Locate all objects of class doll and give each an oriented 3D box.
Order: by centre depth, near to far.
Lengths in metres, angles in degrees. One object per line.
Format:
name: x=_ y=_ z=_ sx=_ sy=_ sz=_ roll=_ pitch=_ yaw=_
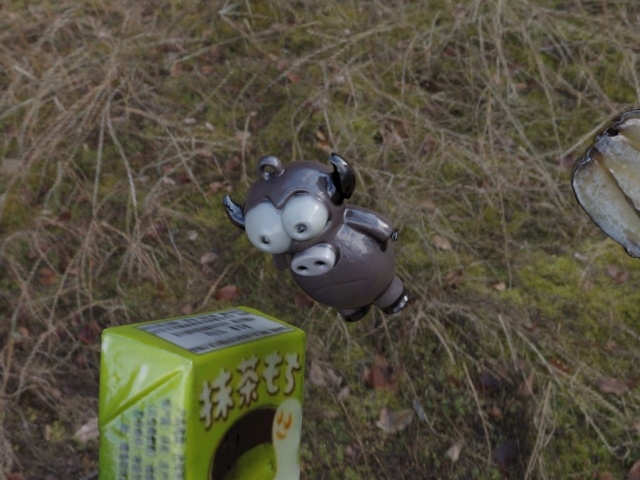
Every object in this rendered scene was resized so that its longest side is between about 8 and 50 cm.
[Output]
doll: x=0.001 y=0.000 z=0.807 sx=0.182 sy=0.257 sz=0.117 roll=-18 pitch=41 yaw=29

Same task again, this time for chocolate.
chocolate: x=-0.142 y=0.247 z=0.881 sx=0.137 sy=0.288 sz=0.301 roll=4 pitch=3 yaw=28

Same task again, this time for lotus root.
lotus root: x=0.465 y=-0.051 z=0.908 sx=0.167 sy=0.329 sz=0.078 roll=-45 pitch=23 yaw=15
